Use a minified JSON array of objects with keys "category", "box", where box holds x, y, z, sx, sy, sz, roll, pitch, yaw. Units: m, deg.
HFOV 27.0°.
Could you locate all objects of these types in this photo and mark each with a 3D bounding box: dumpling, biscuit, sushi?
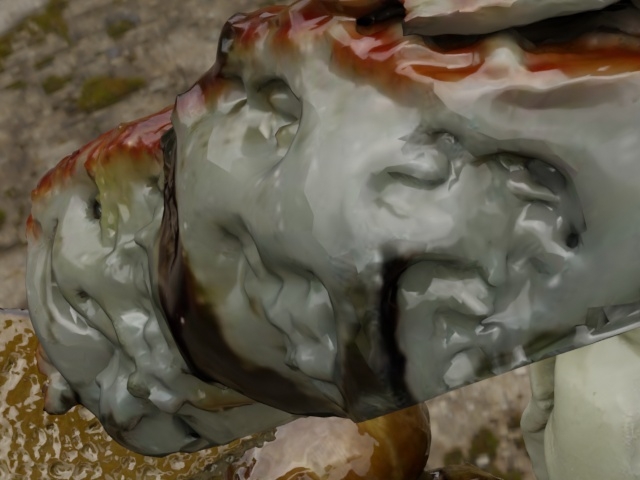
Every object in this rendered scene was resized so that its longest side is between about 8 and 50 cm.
[{"category":"dumpling","box":[0.243,0.156,0.937,0.187,0.318,0.243,-27,4,-24]},{"category":"biscuit","box":[-0.132,0.098,0.640,0.236,0.026,0.131,6,75,-16]},{"category":"sushi","box":[0.000,0.000,0.428,0.124,0.332,0.130,-10,87,-31]}]

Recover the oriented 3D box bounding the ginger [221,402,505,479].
[{"category":"ginger","box":[-0.048,0.232,0.917,0.418,0.176,0.254,-37,91,-27]}]
